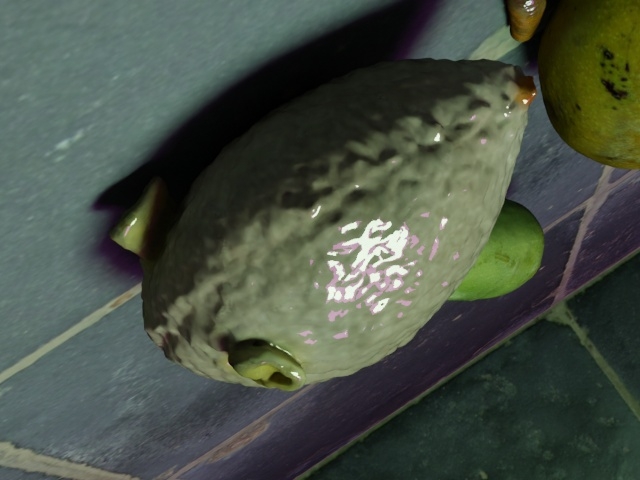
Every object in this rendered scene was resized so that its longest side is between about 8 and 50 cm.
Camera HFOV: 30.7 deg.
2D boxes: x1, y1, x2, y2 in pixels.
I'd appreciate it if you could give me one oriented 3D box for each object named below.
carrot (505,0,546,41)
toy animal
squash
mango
[{"bbox_3d":[0.161,-0.181,0.916,0.032,0.032,0.093,-34,167,1],"label":"carrot"},{"bbox_3d":[0.004,-0.004,0.834,0.358,0.188,0.226,-43,167,26],"label":"toy animal"},{"bbox_3d":[0.140,0.012,1.266,0.118,0.118,0.370,-43,161,27],"label":"squash"},{"bbox_3d":[0.273,-0.157,0.930,0.176,0.175,0.329,-47,169,-4],"label":"mango"}]
